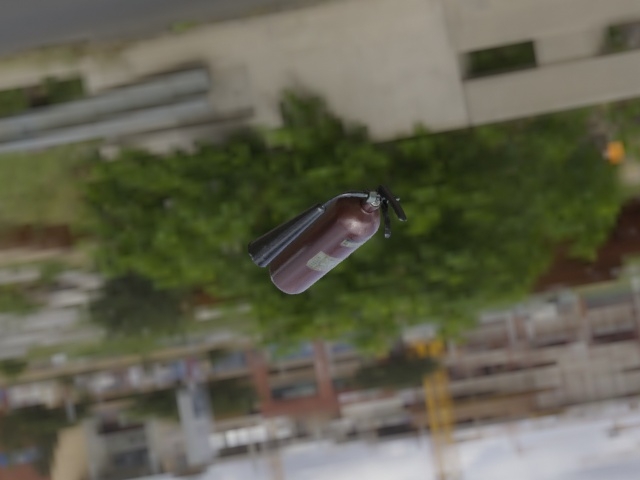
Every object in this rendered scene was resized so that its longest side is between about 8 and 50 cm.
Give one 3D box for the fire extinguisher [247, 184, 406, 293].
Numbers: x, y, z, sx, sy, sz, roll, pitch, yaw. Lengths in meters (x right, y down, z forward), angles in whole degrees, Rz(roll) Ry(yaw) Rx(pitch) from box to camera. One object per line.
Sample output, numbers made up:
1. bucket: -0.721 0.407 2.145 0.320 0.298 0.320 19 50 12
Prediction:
1. fire extinguisher: -0.001 -0.006 0.932 0.046 0.032 0.100 23 144 -20
